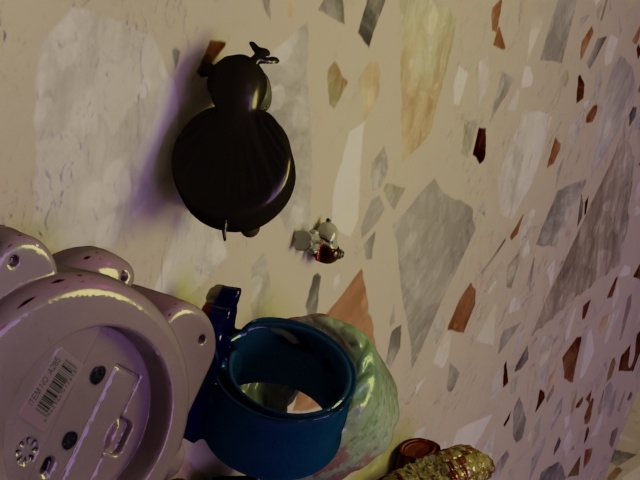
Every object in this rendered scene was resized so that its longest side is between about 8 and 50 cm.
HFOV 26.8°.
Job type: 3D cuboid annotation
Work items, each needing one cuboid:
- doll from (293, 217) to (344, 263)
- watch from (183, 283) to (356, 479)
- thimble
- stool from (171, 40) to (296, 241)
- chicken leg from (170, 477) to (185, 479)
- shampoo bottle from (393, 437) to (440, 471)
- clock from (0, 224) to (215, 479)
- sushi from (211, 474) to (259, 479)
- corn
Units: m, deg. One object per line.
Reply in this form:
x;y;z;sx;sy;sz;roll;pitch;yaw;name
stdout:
-0.001;0.006;1.717;0.085;0.040;0.058;-32;119;-60;doll
-0.066;0.169;1.469;0.171;0.200;0.196;105;1;-45;watch
-0.012;0.205;1.645;0.211;0.185;0.149;-60;150;-18;thimble
-0.087;-0.098;1.411;0.121;0.125;0.217;67;25;-77;stool
-0.190;0.384;1.505;0.087;0.107;0.251;50;51;-40;chicken leg
0.140;0.463;2.225;0.102;0.064;0.260;-17;121;-64;shampoo bottle
-0.249;0.145;1.205;0.322;0.113;0.295;39;72;-53;clock
-0.062;0.422;1.687;0.227;0.215;0.212;74;41;-80;sushi
0.154;0.393;2.095;0.290;0.098;0.098;-22;126;-33;corn
